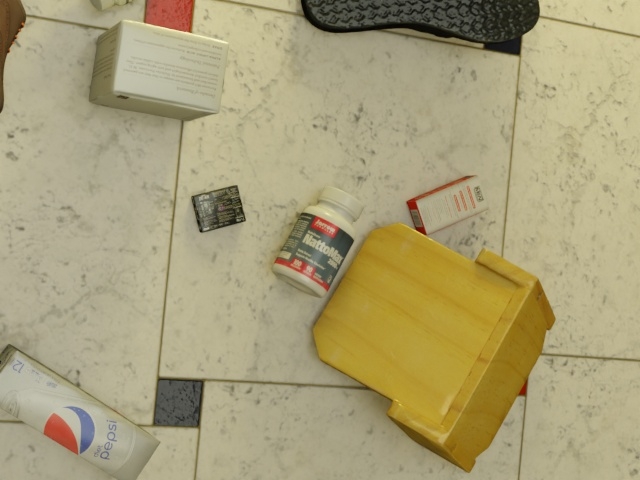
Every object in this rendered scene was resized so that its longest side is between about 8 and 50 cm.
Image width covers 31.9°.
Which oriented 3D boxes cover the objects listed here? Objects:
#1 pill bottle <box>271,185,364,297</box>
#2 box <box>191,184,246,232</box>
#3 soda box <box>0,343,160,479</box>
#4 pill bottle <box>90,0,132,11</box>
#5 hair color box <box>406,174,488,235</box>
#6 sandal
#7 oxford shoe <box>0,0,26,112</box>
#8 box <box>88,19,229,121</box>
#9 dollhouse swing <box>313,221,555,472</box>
[{"bbox_3d":[0.000,0.000,1.975,0.108,0.108,0.180,32,79,-20],"label":"pill bottle"},{"bbox_3d":[-0.177,-0.055,1.947,0.083,0.018,0.067,-16,97,-21],"label":"box"},{"bbox_3d":[-0.407,0.284,1.817,0.286,0.098,0.091,37,78,-19],"label":"soda box"},{"bbox_3d":[-0.318,-0.436,1.851,0.137,0.078,0.078,-30,102,-20],"label":"pill bottle"},{"bbox_3d":[0.239,-0.066,2.107,0.141,0.043,0.072,-22,99,-20],"label":"hair color box"},{"bbox_3d":[0.182,-0.449,2.057,0.446,0.107,0.167,2,91,-10],"label":"sandal"},{"bbox_3d":[-0.508,-0.327,1.768,0.098,0.097,0.271,-5,99,-36],"label":"oxford shoe"},{"bbox_3d":[-0.265,-0.271,1.819,0.182,0.181,0.119,9,88,-23],"label":"box"},{"bbox_3d":[0.206,0.187,2.089,0.347,0.305,0.315,-59,151,-11],"label":"dollhouse swing"}]
